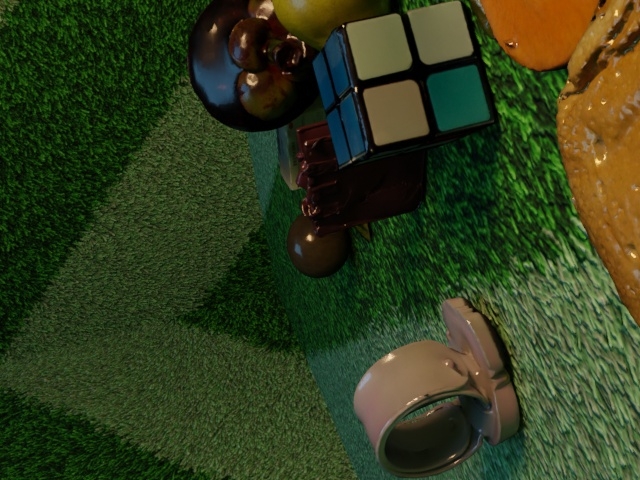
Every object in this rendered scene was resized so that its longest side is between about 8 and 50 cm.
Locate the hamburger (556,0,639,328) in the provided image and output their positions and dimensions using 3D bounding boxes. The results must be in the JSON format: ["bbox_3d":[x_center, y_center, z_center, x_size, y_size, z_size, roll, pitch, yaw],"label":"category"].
[{"bbox_3d":[0.266,-0.053,0.410,0.318,0.158,0.318,166,90,-80],"label":"hamburger"}]

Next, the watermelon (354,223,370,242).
[{"bbox_3d":[0.059,-0.099,1.707,0.245,0.063,0.119,57,179,44],"label":"watermelon"}]

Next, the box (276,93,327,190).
[{"bbox_3d":[-0.005,-0.222,1.536,0.212,0.168,0.095,88,162,-50],"label":"box"}]

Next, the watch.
[{"bbox_3d":[0.166,0.228,1.132,0.196,0.231,0.244,-115,11,-52],"label":"watch"}]

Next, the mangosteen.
[{"bbox_3d":[-0.104,-0.326,1.335,0.233,0.287,0.287,39,-160,-47],"label":"mangosteen"}]

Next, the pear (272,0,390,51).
[{"bbox_3d":[0.014,-0.391,1.146,0.198,0.198,0.198,165,90,-79],"label":"pear"}]

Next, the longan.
[{"bbox_3d":[0.000,0.000,1.887,0.185,0.159,0.204,62,-141,-43],"label":"longan"}]

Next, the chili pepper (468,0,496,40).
[{"bbox_3d":[0.184,-0.265,0.761,0.073,0.072,0.204,157,101,-67],"label":"chili pepper"}]

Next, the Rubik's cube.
[{"bbox_3d":[0.105,-0.201,0.979,0.183,0.180,0.167,176,80,-77],"label":"Rubik's cube"}]

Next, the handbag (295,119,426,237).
[{"bbox_3d":[0.065,-0.117,1.208,0.074,0.216,0.203,-113,11,-45],"label":"handbag"}]

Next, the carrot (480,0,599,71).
[{"bbox_3d":[0.200,-0.284,0.600,0.258,0.100,0.307,93,161,-50],"label":"carrot"}]
